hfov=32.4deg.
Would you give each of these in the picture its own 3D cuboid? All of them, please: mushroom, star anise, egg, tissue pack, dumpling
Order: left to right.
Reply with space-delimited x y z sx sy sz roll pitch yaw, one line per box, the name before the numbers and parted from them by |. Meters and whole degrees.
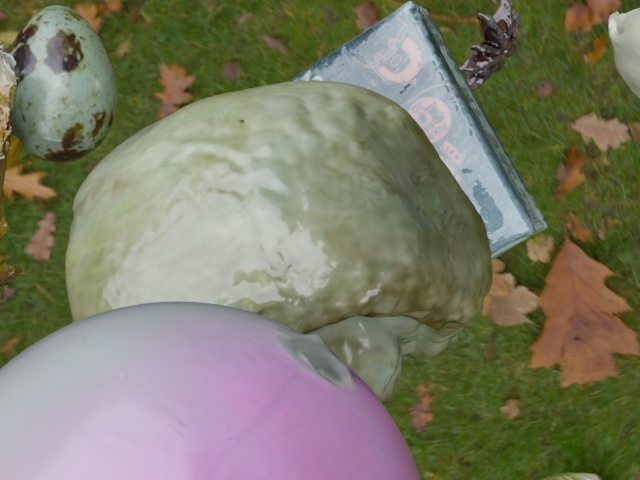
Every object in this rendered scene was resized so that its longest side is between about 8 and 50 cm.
egg | -0.381 -0.228 1.604 0.169 0.169 0.231 -3 84 19
egg | -0.075 0.148 0.402 0.196 0.196 0.271 43 117 19
mushroom | 0.001 -0.007 0.619 0.164 0.267 0.189 -27 61 35
tissue pack | 0.097 -0.095 1.331 0.228 0.103 0.315 -30 84 23
star anise | 0.238 -0.267 1.505 0.042 0.141 0.141 32 95 23
dumpling | 0.481 -0.240 1.478 0.132 0.162 0.250 -49 41 6

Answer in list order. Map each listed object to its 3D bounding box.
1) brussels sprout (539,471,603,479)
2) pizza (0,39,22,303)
brussels sprout | 0.319 0.373 1.420 0.155 0.117 0.155 -1 82 10
pizza | -0.582 -0.148 1.566 0.392 0.080 0.434 26 123 15
